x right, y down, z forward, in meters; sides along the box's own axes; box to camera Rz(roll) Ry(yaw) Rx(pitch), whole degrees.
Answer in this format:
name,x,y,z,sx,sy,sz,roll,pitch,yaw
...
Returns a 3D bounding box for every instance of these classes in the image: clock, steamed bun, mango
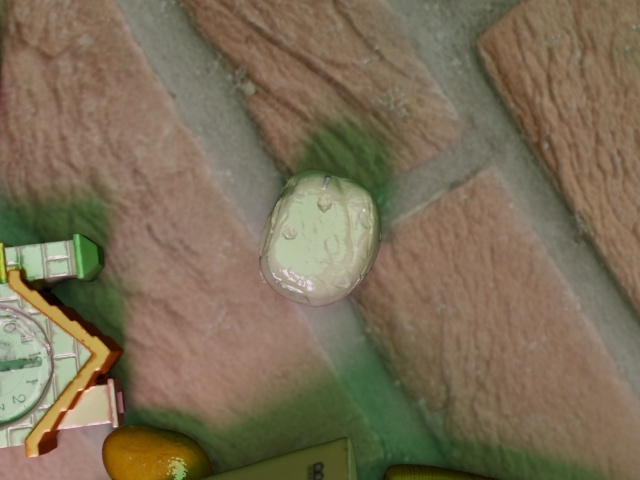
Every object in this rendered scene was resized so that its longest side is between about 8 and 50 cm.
name,x,y,z,sx,sy,sz,roll,pitch,yaw
clock,-0.320,0.114,1.082,0.255,0.106,0.220,-8,85,-2
steamed bun,0.000,0.000,1.107,0.112,0.091,0.130,18,86,-2
mango,-0.158,0.218,1.102,0.114,0.057,0.079,26,92,4

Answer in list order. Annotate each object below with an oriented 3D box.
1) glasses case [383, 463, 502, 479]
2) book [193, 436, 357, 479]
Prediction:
name,x,y,z,sx,sy,sz,roll,pitch,yaw
glasses case,0.173,0.262,1.095,0.234,0.079,0.064,14,92,0
book,-0.120,0.320,0.983,0.352,0.035,0.239,-22,50,23
